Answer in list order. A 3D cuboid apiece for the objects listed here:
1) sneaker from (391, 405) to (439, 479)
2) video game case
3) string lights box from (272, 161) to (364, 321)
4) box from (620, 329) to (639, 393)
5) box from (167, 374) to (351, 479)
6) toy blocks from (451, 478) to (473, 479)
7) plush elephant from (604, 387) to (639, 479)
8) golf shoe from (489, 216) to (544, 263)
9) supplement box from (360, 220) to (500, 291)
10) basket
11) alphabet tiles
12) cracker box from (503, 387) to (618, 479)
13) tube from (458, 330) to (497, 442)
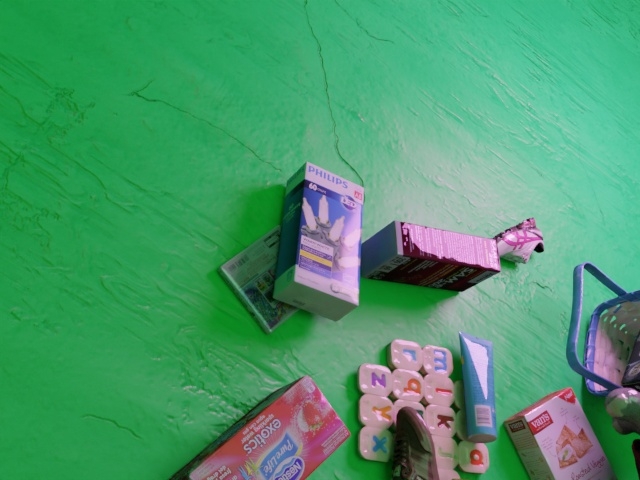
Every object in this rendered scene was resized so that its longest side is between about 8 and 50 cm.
[{"bbox_3d":[0.153,0.377,1.356,0.071,0.066,0.188,-5,71,-31],"label":"sneaker"},{"bbox_3d":[-0.083,0.067,1.417,0.157,0.019,0.143,-38,90,-38],"label":"video game case"},{"bbox_3d":[0.000,0.000,1.442,0.133,0.077,0.260,22,52,-24],"label":"string lights box"},{"bbox_3d":[0.667,0.231,1.505,0.147,0.077,0.180,35,65,-11],"label":"box"},{"bbox_3d":[-0.095,0.333,1.216,0.257,0.128,0.123,-35,88,-38],"label":"box"},{"bbox_3d":[0.316,0.505,1.259,0.381,0.261,0.191,16,82,-35],"label":"toy blocks"},{"bbox_3d":[0.610,0.462,1.444,0.330,0.272,0.255,33,86,23],"label":"plush elephant"},{"bbox_3d":[0.414,0.013,1.707,0.186,0.067,0.086,-21,81,-36],"label":"golf shoe"},{"bbox_3d":[0.209,0.035,1.536,0.239,0.130,0.073,9,64,-26],"label":"supplement box"},{"bbox_3d":[0.620,0.210,1.652,0.289,0.201,0.255,36,53,-22],"label":"basket"},{"bbox_3d":[0.185,0.325,1.454,0.278,0.021,0.284,13,62,-25],"label":"alphabet tiles"},{"bbox_3d":[0.471,0.421,1.550,0.155,0.067,0.232,-18,78,-37],"label":"cracker box"},{"bbox_3d":[0.297,0.272,1.505,0.080,0.052,0.207,22,53,-26],"label":"tube"}]
